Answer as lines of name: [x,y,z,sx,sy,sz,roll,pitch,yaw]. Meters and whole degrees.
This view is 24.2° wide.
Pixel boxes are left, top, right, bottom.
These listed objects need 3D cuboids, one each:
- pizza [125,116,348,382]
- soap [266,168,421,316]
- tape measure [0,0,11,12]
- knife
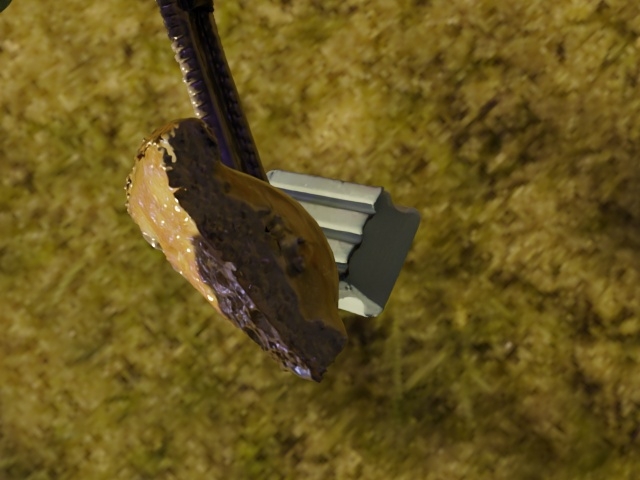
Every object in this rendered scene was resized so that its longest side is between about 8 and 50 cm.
pizza: [-0.055,-0.003,1.005,0.188,0.080,0.204,53,164,-11]
soap: [0.000,0.000,1.887,0.094,0.150,0.261,33,169,-34]
tape measure: [-0.536,-0.336,2.065,0.106,0.200,0.175,50,119,37]
knife: [-0.087,-0.145,1.257,0.043,0.089,0.365,-21,85,43]
